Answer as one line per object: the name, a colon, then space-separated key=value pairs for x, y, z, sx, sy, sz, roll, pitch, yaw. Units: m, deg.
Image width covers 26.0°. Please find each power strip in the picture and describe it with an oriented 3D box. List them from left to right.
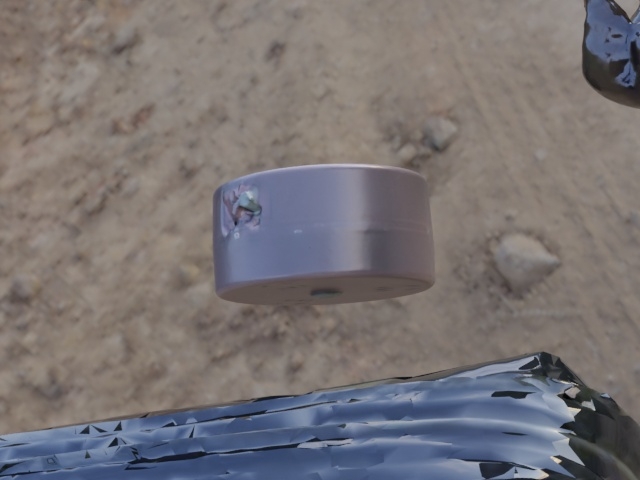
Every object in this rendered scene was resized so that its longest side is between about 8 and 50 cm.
power strip: x=0.000 y=0.000 z=0.937 sx=0.154 sy=0.154 sz=0.078 roll=-11 pitch=78 yaw=44

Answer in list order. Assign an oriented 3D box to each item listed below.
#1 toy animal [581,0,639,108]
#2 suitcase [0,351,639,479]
toy animal: x=0.232 y=-0.085 z=0.724 sx=0.214 sy=0.093 sz=0.186 roll=12 pitch=105 yaw=46
suitcase: x=-0.039 y=0.181 z=0.441 sx=0.433 sy=0.283 sz=0.194 roll=-12 pitch=42 yaw=29
